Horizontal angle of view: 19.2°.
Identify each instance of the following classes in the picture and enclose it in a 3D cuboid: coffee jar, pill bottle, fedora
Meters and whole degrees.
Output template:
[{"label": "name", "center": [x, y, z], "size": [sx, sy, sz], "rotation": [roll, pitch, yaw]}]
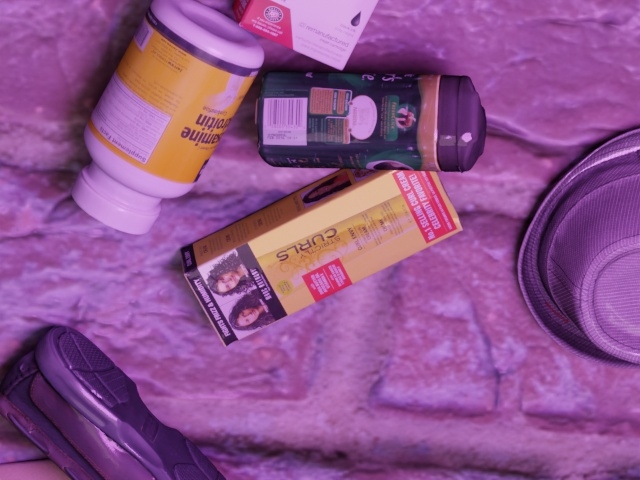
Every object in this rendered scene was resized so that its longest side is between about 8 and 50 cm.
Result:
[{"label": "coffee jar", "center": [0.044, -0.098, 1.554], "size": [0.184, 0.096, 0.079], "rotation": [2, 85, 8]}, {"label": "pill bottle", "center": [-0.130, -0.100, 1.547], "size": [0.103, 0.103, 0.184], "rotation": [24, 109, -19]}, {"label": "fedora", "center": [0.318, 0.027, 1.667], "size": [0.275, 0.124, 0.244], "rotation": [5, 114, -11]}]

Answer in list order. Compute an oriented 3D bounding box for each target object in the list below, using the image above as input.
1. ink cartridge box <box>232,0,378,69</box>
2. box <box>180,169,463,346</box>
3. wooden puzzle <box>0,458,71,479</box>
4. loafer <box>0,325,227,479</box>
[{"label": "ink cartridge box", "center": [0.002, -0.222, 1.538], "size": [0.099, 0.056, 0.135], "rotation": [21, 110, -17]}, {"label": "box", "center": [0.000, 0.000, 1.639], "size": [0.232, 0.058, 0.087], "rotation": [-26, 115, 2]}, {"label": "wooden puzzle", "center": [-0.232, 0.310, 1.758], "size": [0.221, 0.044, 0.239], "rotation": [-5, 110, -7]}, {"label": "loafer", "center": [-0.162, 0.212, 1.671], "size": [0.095, 0.109, 0.302], "rotation": [-39, 96, 18]}]
